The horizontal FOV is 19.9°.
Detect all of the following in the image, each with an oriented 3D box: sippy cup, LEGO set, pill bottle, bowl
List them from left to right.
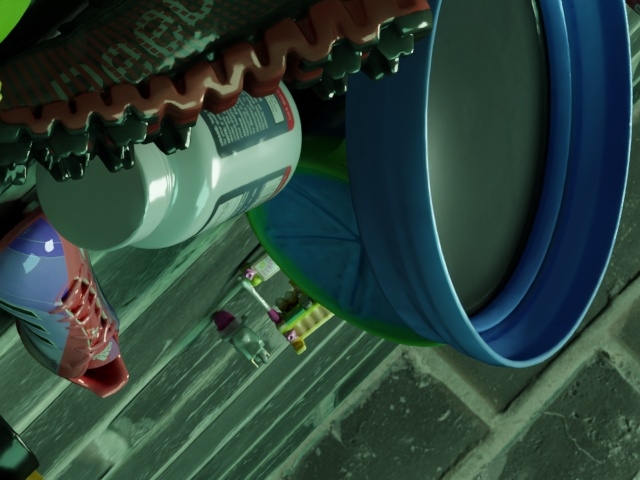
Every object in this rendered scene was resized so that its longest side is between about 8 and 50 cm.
[{"bbox_3d":[-0.097,-0.054,1.156,0.108,0.108,0.180,-52,168,28],"label":"pill bottle"},{"bbox_3d":[0.000,0.000,1.887,0.287,0.107,0.132,-48,-155,-14],"label":"LEGO set"},{"bbox_3d":[0.087,-0.064,1.603,0.224,0.240,0.305,-53,-161,-27],"label":"sippy cup"},{"bbox_3d":[0.138,-0.099,1.413,0.391,0.077,0.391,-11,103,-59],"label":"bowl"}]

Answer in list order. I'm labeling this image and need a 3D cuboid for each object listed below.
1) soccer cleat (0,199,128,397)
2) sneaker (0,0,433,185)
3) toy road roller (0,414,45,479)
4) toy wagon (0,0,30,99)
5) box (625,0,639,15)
[{"bbox_3d":[-0.175,0.045,1.252,0.083,0.095,0.248,-44,170,-14],"label":"soccer cleat"},{"bbox_3d":[-0.082,-0.121,1.003,0.276,0.135,0.097,-21,177,-11],"label":"sneaker"},{"bbox_3d":[-0.261,0.276,1.379,0.202,0.240,0.329,-43,169,-17],"label":"toy road roller"},{"bbox_3d":[-0.124,-0.169,0.727,0.267,0.068,0.344,-35,166,-46],"label":"toy wagon"},{"bbox_3d":[0.361,-0.350,1.823,0.128,0.122,0.257,-42,169,-21],"label":"box"}]
